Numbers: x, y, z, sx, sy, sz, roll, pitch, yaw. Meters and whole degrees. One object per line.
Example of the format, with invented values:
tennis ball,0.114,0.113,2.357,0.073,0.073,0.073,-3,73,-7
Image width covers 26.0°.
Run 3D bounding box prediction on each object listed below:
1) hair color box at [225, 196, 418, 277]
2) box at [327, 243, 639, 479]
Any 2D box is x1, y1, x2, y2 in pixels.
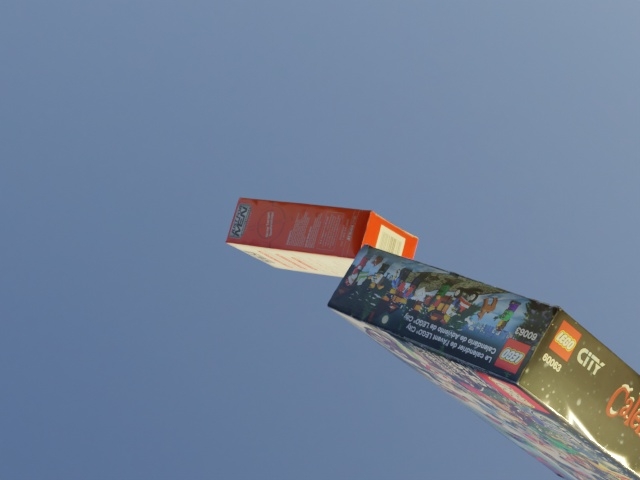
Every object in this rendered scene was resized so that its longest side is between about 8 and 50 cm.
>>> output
hair color box,0.000,0.000,1.121,0.072,0.141,0.043,29,-107,-48
box,0.132,0.091,0.769,0.233,0.044,0.159,37,170,-34
